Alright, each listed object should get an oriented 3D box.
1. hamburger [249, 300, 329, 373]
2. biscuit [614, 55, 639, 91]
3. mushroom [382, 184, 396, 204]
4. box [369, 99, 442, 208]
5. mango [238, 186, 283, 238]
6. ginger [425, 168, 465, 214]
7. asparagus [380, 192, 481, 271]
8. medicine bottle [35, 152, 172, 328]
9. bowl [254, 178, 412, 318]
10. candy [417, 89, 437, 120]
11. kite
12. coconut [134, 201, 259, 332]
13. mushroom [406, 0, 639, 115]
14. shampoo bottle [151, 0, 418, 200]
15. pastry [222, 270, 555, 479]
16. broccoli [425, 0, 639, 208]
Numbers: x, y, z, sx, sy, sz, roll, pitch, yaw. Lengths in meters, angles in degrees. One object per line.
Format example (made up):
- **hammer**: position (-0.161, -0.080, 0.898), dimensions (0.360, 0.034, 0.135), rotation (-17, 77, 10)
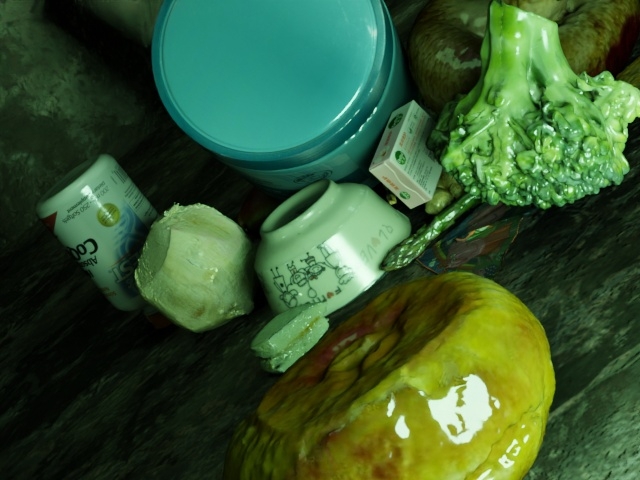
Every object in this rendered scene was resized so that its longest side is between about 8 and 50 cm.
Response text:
- **hamburger**: position (-0.044, 0.125, 1.723), dimensions (0.121, 0.054, 0.084), rotation (-44, 14, -29)
- **biscuit**: position (0.451, -0.219, 1.675), dimensions (0.188, 0.027, 0.188), rotation (-33, 16, 11)
- **mushroom**: position (0.104, -0.077, 1.896), dimensions (0.025, 0.028, 0.286), rotation (-10, 6, 3)
- **box**: position (0.125, -0.118, 1.796), dimensions (0.043, 0.089, 0.125), rotation (-26, 30, 43)
- **mango**: position (-0.020, -0.092, 2.136), dimensions (0.267, 0.111, 0.133), rotation (-27, 8, 15)
- **ginger**: position (0.165, -0.092, 1.872), dimensions (0.176, 0.052, 0.193), rotation (-31, 27, 55)
- **asparagus**: position (0.145, -0.010, 1.733), dimensions (0.165, 0.030, 0.036), rotation (-39, 27, -8)
- **medicine bottle**: position (-0.323, 0.009, 2.160), dimensions (0.157, 0.289, 0.157), rotation (-34, 17, 12)
- **bowl**: position (0.000, 0.000, 1.835), dimensions (0.237, 0.126, 0.238), rotation (-34, 16, 11)
- **candy**: position (0.106, -0.193, 2.227), dimensions (0.194, 0.062, 0.097), rotation (-26, 19, 33)
- **kite**: position (0.201, -0.009, 1.642), dimensions (0.234, 0.016, 0.321), rotation (-23, 22, 38)
- **coconut**: position (-0.178, 0.050, 1.976), dimensions (0.194, 0.194, 0.194), rotation (-33, 17, 12)
- **mushroom**: position (0.265, -0.304, 1.770), dimensions (0.334, 0.356, 0.331), rotation (24, 74, 37)
- **shampoo bottle**: position (-0.037, -0.237, 1.916), dimensions (0.331, 0.331, 0.342), rotation (-36, -15, 5)
- **pastry**: position (0.061, 0.170, 1.222), dimensions (0.356, 0.164, 0.356), rotation (-36, 11, 9)
- **broccoli**: position (0.249, -0.165, 1.548), dimensions (0.288, 0.246, 0.248), rotation (16, 20, 33)
